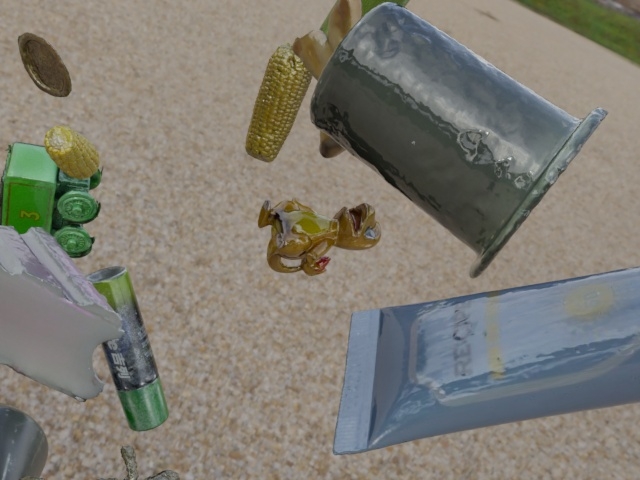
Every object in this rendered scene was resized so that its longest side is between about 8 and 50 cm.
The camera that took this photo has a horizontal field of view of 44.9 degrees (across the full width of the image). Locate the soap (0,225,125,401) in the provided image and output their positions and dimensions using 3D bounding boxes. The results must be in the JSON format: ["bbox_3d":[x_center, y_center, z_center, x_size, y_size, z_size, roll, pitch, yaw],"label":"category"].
[{"bbox_3d":[-0.476,0.093,1.141,0.258,0.159,0.302,16,14,-48],"label":"soap"}]

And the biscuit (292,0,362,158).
[{"bbox_3d":[0.031,-0.245,1.175,0.047,0.164,0.208,-3,74,-37],"label":"biscuit"}]

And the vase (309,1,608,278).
[{"bbox_3d":[0.147,-0.135,0.917,0.291,0.245,0.245,38,25,8],"label":"vase"}]

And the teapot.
[{"bbox_3d":[-0.690,0.536,1.577,0.253,0.300,0.344,-12,32,-8],"label":"teapot"}]

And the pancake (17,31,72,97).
[{"bbox_3d":[-0.417,-0.264,1.168,0.115,0.115,0.011,32,52,15],"label":"pancake"}]

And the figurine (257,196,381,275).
[{"bbox_3d":[0.001,0.002,1.104,0.176,0.122,0.121,-6,46,-15],"label":"figurine"}]

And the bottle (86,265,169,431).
[{"bbox_3d":[-0.385,0.219,1.547,0.093,0.330,0.093,-12,16,4],"label":"bottle"}]

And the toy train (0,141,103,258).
[{"bbox_3d":[-0.527,-0.072,1.511,0.188,0.243,0.132,8,45,-17],"label":"toy train"}]

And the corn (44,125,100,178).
[{"bbox_3d":[-0.406,-0.144,1.273,0.067,0.067,0.206,25,-8,-3],"label":"corn"}]

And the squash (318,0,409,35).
[{"bbox_3d":[0.110,-0.446,1.359,0.107,0.395,0.107,20,46,-23],"label":"squash"}]

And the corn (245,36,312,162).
[{"bbox_3d":[-0.083,-0.281,1.551,0.097,0.262,0.097,19,22,-8],"label":"corn"}]

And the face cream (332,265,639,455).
[{"bbox_3d":[0.192,0.067,0.530,0.136,0.385,0.086,-79,149,-46],"label":"face cream"}]

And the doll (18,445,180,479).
[{"bbox_3d":[-0.360,0.434,1.304,0.286,0.091,0.203,43,54,-21],"label":"doll"}]
